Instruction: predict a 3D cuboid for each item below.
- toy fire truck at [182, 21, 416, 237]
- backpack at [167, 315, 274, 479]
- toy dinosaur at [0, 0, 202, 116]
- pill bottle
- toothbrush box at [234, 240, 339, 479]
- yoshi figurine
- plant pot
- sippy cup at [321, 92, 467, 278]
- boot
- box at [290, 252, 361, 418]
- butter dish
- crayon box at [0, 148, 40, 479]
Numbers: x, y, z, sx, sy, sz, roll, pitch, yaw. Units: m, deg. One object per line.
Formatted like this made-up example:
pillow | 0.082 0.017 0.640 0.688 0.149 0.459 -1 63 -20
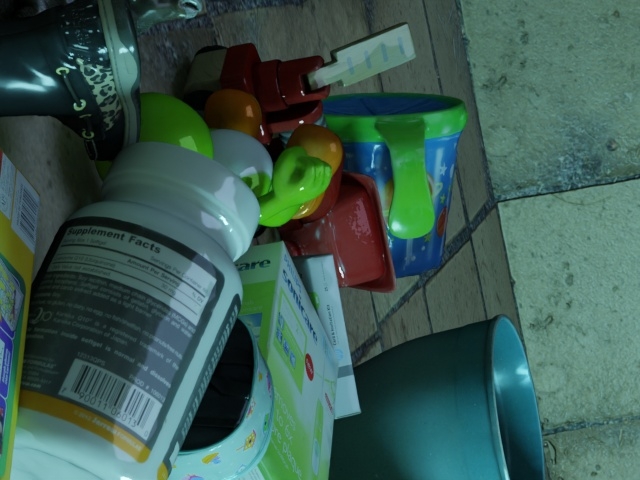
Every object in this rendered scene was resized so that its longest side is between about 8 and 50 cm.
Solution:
toy fire truck | -0.011 -0.138 2.056 0.158 0.246 0.217 -79 154 -49
backpack | -0.132 0.143 1.581 0.144 0.188 0.165 62 24 -48
toy dinosaur | -0.243 -0.203 1.574 0.314 0.121 0.160 10 72 -50
pill bottle | -0.157 0.070 1.455 0.278 0.162 0.162 -68 150 -28
toothbrush box | -0.074 0.176 1.890 0.283 0.122 0.206 -85 159 -45
yoshi figurine | -0.113 -0.079 1.783 0.203 0.204 0.362 61 29 -3
plant pot | 0.130 0.246 2.304 0.272 0.255 0.271 -10 90 -73
sippy cup | 0.077 -0.071 2.403 0.305 0.240 0.224 -28 120 -64
boot | -0.236 -0.120 1.455 0.236 0.179 0.085 108 -31 -68
box | -0.017 0.111 2.112 0.145 0.038 0.186 -5 -85 62
butter dish | 0.000 0.000 2.262 0.118 0.160 0.159 -23 110 -34
crayon box | -0.283 0.045 1.309 0.165 0.081 0.278 57 28 -53
